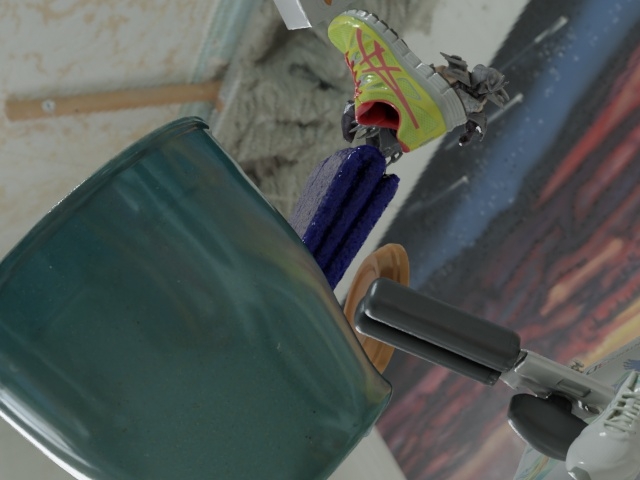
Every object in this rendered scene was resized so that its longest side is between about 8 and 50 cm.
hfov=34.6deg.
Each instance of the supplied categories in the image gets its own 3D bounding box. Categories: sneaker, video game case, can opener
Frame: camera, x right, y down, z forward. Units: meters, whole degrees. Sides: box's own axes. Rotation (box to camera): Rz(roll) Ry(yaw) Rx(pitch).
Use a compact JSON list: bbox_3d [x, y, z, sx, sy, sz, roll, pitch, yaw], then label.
[{"bbox_3d":[0.062,-0.174,1.126,0.094,0.208,0.081,-41,-33,-2],"label":"sneaker"},{"bbox_3d":[0.416,0.258,1.514,0.300,0.036,0.329,-41,5,36],"label":"video game case"},{"bbox_3d":[0.235,0.133,0.783,0.152,0.053,0.061,-29,-51,-39],"label":"sneaker"},{"bbox_3d":[0.164,0.125,1.026,0.093,0.280,0.074,-64,1,-35],"label":"can opener"}]

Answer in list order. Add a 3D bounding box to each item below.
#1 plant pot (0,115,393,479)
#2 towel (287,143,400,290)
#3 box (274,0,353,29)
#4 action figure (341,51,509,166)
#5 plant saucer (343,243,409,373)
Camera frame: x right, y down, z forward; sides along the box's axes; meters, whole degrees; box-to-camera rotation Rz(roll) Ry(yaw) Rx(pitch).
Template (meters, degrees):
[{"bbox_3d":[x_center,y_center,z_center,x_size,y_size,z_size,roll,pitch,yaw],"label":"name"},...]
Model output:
[{"bbox_3d":[-0.095,0.091,0.781,0.272,0.255,0.271,-46,-2,-2],"label":"plant pot"},{"bbox_3d":[0.000,0.000,1.247,0.228,0.076,0.308,-63,7,-3],"label":"towel"},{"bbox_3d":[0.001,-0.457,1.752,0.170,0.091,0.130,-35,-68,-21],"label":"box"},{"bbox_3d":[0.172,-0.204,1.615,0.285,0.099,0.185,-20,-41,39],"label":"action figure"},{"bbox_3d":[0.069,0.099,1.424,0.037,0.200,0.200,14,-42,-12],"label":"plant saucer"}]
